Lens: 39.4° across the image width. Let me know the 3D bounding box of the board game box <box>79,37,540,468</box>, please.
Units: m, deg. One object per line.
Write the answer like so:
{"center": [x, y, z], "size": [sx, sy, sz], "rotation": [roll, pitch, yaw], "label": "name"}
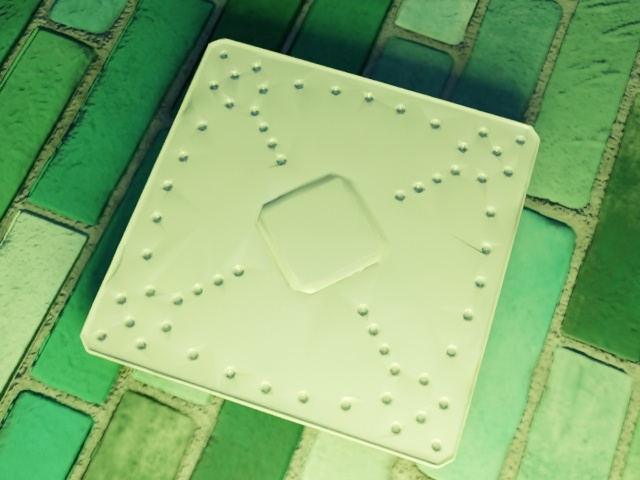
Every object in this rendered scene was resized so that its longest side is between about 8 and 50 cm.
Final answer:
{"center": [0.000, 0.000, 0.957], "size": [0.390, 0.050, 0.390], "rotation": [17, 69, 6], "label": "board game box"}
